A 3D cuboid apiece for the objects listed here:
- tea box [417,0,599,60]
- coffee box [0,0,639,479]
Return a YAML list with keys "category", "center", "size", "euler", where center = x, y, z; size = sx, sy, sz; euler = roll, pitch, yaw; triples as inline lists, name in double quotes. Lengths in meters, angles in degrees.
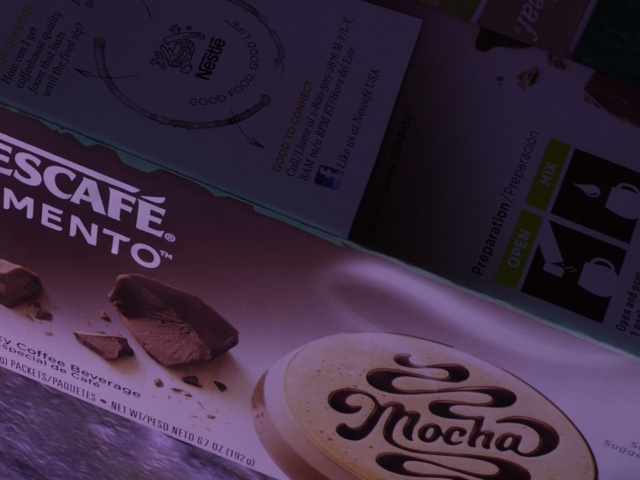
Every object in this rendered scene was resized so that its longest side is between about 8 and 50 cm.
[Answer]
- category: "tea box"
  center: [-0.063, -0.132, 0.794]
  size: [0.323, 0.220, 0.329]
  euler: [30, 144, -4]
- category: "coffee box"
  center: [0.000, 0.000, 0.629]
  size: [0.297, 0.119, 0.168]
  euler: [22, 143, 5]
